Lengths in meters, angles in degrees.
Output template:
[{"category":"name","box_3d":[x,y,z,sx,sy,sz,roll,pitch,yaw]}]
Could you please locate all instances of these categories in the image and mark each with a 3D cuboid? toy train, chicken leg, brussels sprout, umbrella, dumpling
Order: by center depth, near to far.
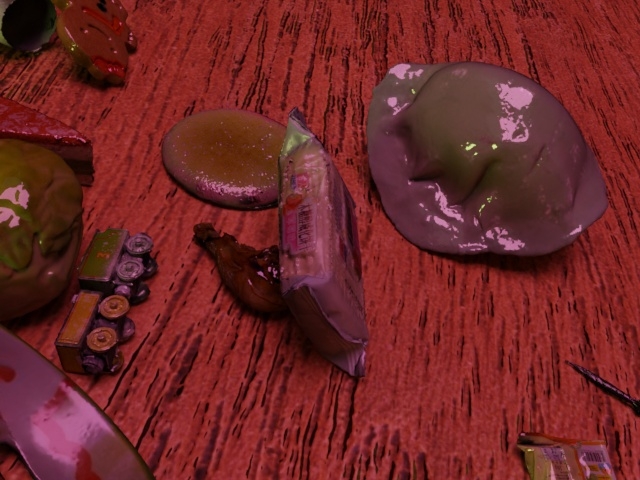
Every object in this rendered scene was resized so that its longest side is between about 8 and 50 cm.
[{"category":"brussels sprout","box_3d":[-0.369,-0.022,0.773,0.223,0.161,0.223,5,38,-4]},{"category":"toy train","box_3d":[-0.246,0.065,0.793,0.081,0.060,0.202,6,44,1]},{"category":"umbrella","box_3d":[0.369,0.189,0.850,0.148,0.022,0.022,32,4,18]},{"category":"chicken leg","box_3d":[-0.095,0.023,0.873,0.178,0.070,0.093,32,70,35]},{"category":"dumpling","box_3d":[0.245,-0.116,1.017,0.320,0.270,0.211,20,15,42]}]

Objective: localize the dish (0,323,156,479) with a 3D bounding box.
[{"category":"dish","box_3d":[-0.274,0.177,0.539,0.324,0.324,0.124,40,82,25]}]

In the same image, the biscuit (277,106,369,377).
[{"category":"biscuit","box_3d":[-0.002,-0.003,0.845,0.079,0.186,0.309,-14,45,13]}]

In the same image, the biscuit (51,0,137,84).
[{"category":"biscuit","box_3d":[-0.373,-0.357,1.148,0.166,0.036,0.226,34,35,-40]}]

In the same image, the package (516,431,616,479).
[{"category":"package","box_3d":[0.274,0.265,0.741,0.108,0.031,0.121,3,50,-10]}]

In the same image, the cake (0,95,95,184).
[{"category":"cake","box_3d":[-0.414,-0.149,0.946,0.220,0.086,0.117,4,47,-9]}]

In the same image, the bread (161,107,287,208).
[{"category":"bread","box_3d":[-0.125,-0.134,1.043,0.228,0.033,0.228,8,42,-7]}]

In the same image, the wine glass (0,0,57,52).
[{"category":"wine glass","box_3d":[-0.553,-0.413,1.155,0.241,0.126,0.126,37,48,21]}]
